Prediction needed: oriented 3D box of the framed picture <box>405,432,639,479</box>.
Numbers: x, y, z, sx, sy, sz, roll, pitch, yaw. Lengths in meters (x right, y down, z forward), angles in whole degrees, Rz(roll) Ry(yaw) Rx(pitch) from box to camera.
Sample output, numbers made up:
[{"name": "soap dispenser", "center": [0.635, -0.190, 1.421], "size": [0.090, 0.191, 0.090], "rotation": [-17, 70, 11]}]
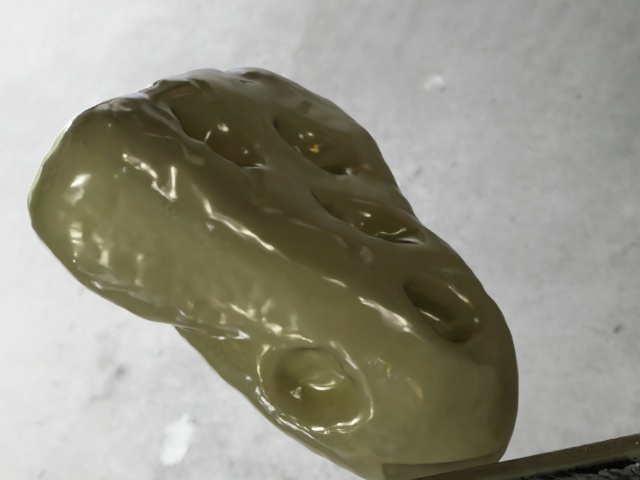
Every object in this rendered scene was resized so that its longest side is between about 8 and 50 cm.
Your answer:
[{"name": "framed picture", "center": [0.174, 0.194, 0.757], "size": [0.335, 0.247, 0.022], "rotation": [-142, 48, -62]}]

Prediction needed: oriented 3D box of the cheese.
[{"name": "cheese", "center": [0.000, 0.000, 1.036], "size": [0.130, 0.351, 0.328], "rotation": [-57, 0, 25]}]
